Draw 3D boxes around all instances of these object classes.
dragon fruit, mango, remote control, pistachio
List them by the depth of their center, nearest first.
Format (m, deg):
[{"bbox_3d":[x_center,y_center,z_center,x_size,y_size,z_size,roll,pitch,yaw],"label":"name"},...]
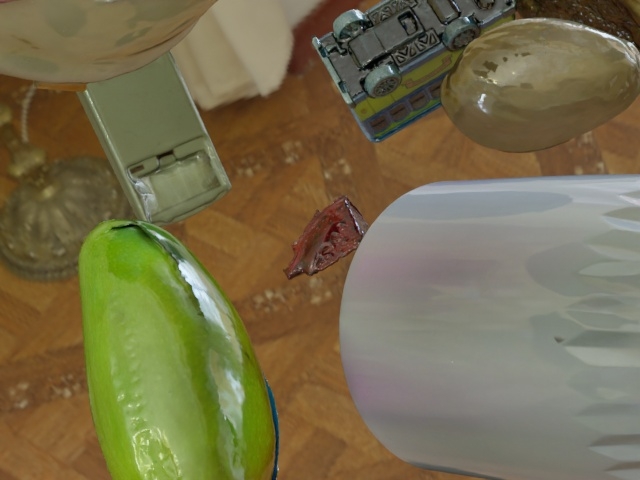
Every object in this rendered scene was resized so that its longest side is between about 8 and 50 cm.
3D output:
[{"bbox_3d":[-0.092,0.085,0.764,0.111,0.125,0.232,-19,60,-8],"label":"mango"},{"bbox_3d":[-0.206,-0.156,1.367,0.123,0.285,0.038,-28,5,-26],"label":"remote control"},{"bbox_3d":[-0.001,-0.003,1.666,0.131,0.063,0.097,-31,13,4],"label":"dragon fruit"},{"bbox_3d":[0.315,-0.221,1.735,0.288,0.197,0.166,-2,13,1],"label":"pistachio"}]

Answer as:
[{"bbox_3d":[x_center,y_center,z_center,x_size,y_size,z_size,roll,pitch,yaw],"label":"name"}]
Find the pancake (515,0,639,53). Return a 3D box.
[{"bbox_3d":[0.429,-0.362,1.915,0.382,0.382,0.071,35,82,34],"label":"pancake"}]

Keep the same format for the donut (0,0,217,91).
[{"bbox_3d":[-0.173,-0.292,0.781,0.142,0.383,0.382,-12,49,41],"label":"donut"}]

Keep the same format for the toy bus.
[{"bbox_3d":[0.165,-0.316,1.967,0.312,0.190,0.152,-30,64,6],"label":"toy bus"}]

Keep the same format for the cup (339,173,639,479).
[{"bbox_3d":[0.209,0.068,0.930,0.372,0.253,0.253,-4,48,54],"label":"cup"}]
